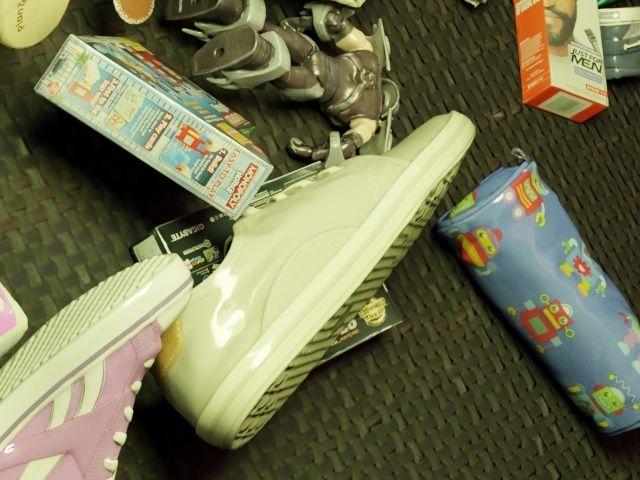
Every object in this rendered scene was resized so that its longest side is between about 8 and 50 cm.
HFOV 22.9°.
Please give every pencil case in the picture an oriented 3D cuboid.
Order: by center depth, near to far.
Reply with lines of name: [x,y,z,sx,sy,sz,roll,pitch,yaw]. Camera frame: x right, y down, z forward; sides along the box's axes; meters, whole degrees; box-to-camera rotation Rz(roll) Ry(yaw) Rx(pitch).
pencil case: [0.250,0.055,1.630,0.306,0.119,0.133,51,37,-8]

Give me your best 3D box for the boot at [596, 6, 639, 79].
boot: [0.392,-0.243,1.930,0.190,0.069,0.086,-12,103,-48]

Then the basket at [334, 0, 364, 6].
basket: [-0.008,-0.315,1.555,0.167,0.113,0.103,19,52,18]

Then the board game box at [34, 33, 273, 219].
board game box: [-0.126,-0.099,1.363,0.194,0.060,0.194,36,10,3]

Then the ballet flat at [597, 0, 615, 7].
ballet flat: [0.394,-0.336,1.961,0.213,0.072,0.068,-16,76,-41]

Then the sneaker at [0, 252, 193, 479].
sneaker: [-0.175,0.147,1.214,0.282,0.102,0.161,-44,107,-5]

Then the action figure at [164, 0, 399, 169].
action figure: [-0.015,-0.166,1.539,0.285,0.099,0.185,21,50,-47]

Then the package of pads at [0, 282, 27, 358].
package of pads: [-0.386,0.014,1.152,0.229,0.101,0.296,-38,95,-43]

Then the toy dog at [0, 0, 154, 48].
toy dog: [-0.227,-0.243,1.364,0.334,0.161,0.220,-16,55,-31]

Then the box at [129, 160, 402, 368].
box: [-0.045,0.040,1.446,0.220,0.051,0.175,-25,87,-43]

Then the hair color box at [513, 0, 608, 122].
hair color box: [0.278,-0.230,1.830,0.093,0.053,0.167,14,60,-33]

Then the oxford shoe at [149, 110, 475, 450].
oxford shoe: [0.000,0.000,1.371,0.130,0.169,0.449,35,48,11]

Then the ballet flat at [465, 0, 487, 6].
ballet flat: [0.213,-0.351,1.820,0.077,0.091,0.241,35,43,11]
